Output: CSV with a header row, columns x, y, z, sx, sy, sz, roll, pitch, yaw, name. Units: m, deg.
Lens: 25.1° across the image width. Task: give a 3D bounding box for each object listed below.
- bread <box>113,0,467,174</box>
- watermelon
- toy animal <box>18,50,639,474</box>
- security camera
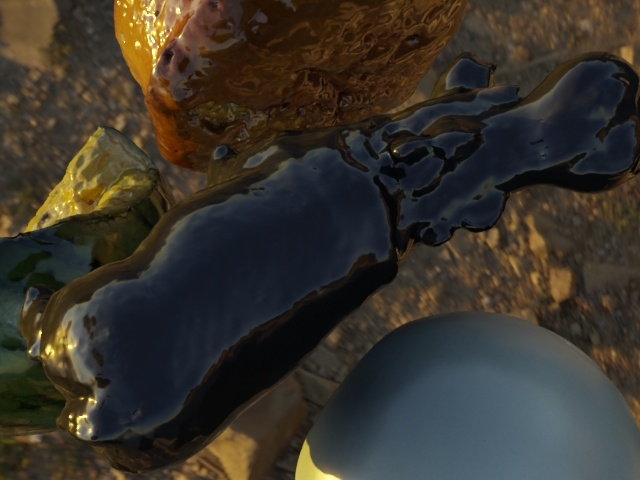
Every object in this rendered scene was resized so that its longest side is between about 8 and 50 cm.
x,y,z,sx,sy,sz,roll,pitch,yaw,name
-0.027,-0.182,1.163,0.312,0.312,0.172,-36,68,4,bread
-0.233,0.068,1.351,0.189,0.331,0.330,32,84,0,watermelon
0.000,-0.008,0.756,0.343,0.106,0.168,-32,25,-3,toy animal
0.098,0.147,0.769,0.195,0.236,0.194,-32,35,26,security camera
